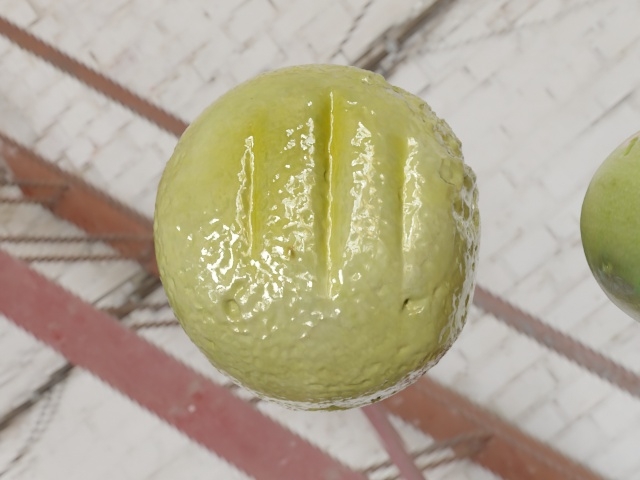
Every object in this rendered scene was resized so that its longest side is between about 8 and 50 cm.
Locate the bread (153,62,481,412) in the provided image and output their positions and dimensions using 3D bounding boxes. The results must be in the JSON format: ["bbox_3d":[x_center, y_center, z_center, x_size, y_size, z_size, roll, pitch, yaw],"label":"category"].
[{"bbox_3d":[-0.002,-0.004,1.379,0.320,0.320,0.237,-36,-21,-2],"label":"bread"}]

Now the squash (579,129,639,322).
[{"bbox_3d":[0.166,0.015,0.480,0.083,0.083,0.250,-34,26,-10],"label":"squash"}]
